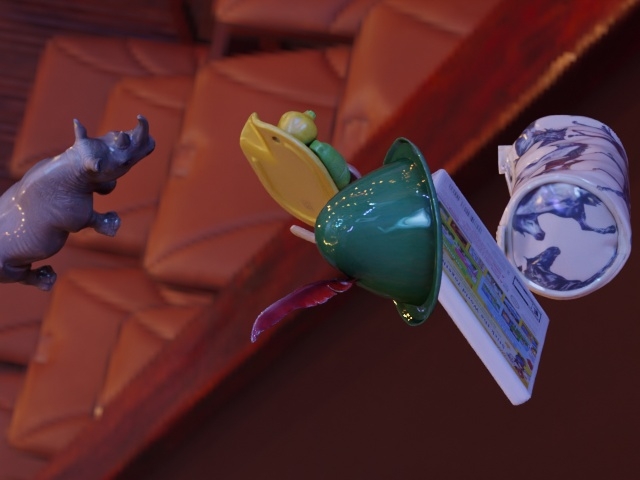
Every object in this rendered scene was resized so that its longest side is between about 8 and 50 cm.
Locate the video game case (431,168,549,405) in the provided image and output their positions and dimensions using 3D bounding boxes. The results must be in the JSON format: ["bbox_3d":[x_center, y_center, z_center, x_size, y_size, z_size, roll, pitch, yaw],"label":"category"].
[{"bbox_3d":[0.175,0.048,1.879,0.227,0.026,0.206,55,-157,-11],"label":"video game case"}]

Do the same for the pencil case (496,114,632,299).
[{"bbox_3d":[0.321,-0.053,2.242,0.410,0.183,0.160,-62,-39,-72],"label":"pencil case"}]

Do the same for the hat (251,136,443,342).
[{"bbox_3d":[0.000,0.000,1.500,0.208,0.183,0.173,153,110,-76],"label":"hat"}]

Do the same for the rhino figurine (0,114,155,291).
[{"bbox_3d":[-0.229,-0.037,1.500,0.243,0.106,0.073,-40,60,33],"label":"rhino figurine"}]

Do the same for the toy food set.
[{"bbox_3d":[-0.007,-0.080,1.948,0.071,0.128,0.218,-53,-42,-23],"label":"toy food set"}]
